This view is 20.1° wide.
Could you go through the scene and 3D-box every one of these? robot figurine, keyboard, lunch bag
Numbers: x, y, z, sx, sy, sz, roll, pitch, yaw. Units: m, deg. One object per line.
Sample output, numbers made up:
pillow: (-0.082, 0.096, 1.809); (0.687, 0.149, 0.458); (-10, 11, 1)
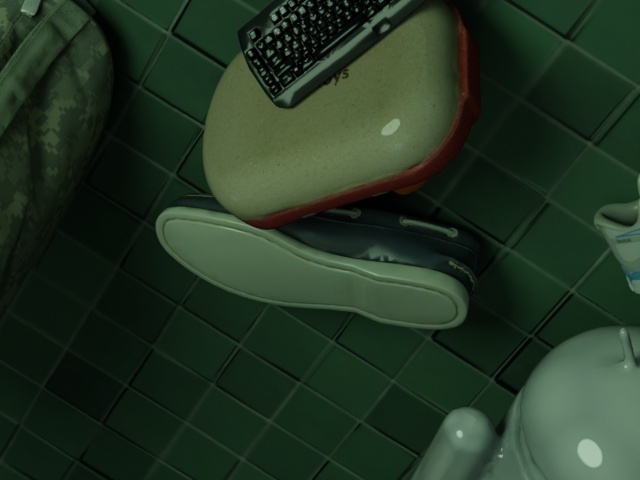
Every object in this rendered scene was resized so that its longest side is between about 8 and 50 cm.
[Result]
robot figurine: (0.219, 0.205, 1.409); (0.300, 0.200, 0.353); (12, 133, -13)
keyboard: (0.015, -0.184, 1.240); (0.192, 0.038, 0.100); (-38, 70, 16)
lunch bag: (-0.294, -0.041, 1.364); (0.212, 0.305, 0.256); (39, 134, -14)

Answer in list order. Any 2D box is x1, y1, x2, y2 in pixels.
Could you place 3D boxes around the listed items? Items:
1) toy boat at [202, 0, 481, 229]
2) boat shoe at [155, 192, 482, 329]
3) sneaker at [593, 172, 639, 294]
toy boat: (0.029, -0.080, 1.324); (0.231, 0.151, 0.151); (-16, 148, 31)
boat shoe: (0.000, 0.000, 1.412); (0.254, 0.079, 0.095); (10, 144, 12)
sneaker: (0.273, -0.032, 1.291); (0.190, 0.071, 0.083); (-34, 103, 38)
